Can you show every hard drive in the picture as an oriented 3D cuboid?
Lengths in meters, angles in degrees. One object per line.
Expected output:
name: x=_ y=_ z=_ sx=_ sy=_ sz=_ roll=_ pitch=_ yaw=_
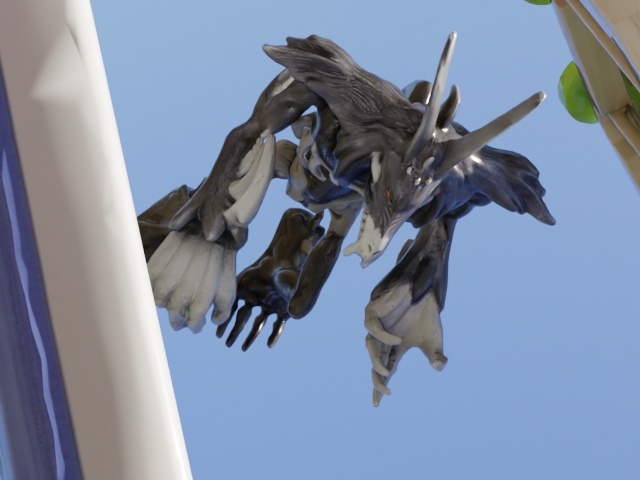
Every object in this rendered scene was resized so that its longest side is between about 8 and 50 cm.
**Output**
hard drive: x=-0.109 y=-0.062 z=0.511 sx=0.040 sy=0.319 sz=0.210 roll=-9 pitch=167 yaw=-20

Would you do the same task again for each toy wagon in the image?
toy wagon: x=0.231 y=-0.054 z=1.163 sx=0.068 sy=0.344 sz=0.267 roll=-29 pitch=-139 yaw=3

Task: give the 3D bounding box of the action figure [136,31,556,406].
action figure: x=0.000 y=0.000 z=0.840 sx=0.275 sy=0.164 sz=0.141 roll=-28 pitch=-139 yaw=60
